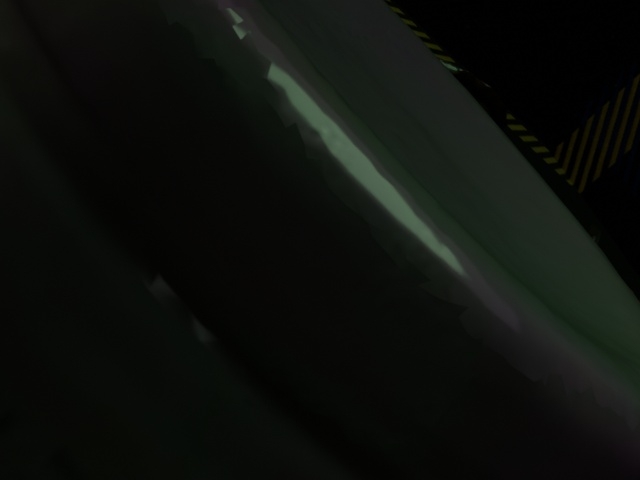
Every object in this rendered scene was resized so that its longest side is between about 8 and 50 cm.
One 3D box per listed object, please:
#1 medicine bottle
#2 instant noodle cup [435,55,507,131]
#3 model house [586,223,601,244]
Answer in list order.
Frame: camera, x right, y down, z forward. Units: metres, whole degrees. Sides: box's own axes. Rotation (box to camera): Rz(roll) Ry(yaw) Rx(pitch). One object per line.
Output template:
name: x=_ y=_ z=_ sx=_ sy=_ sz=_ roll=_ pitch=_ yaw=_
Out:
medicine bottle: x=-0.095 y=0.071 z=0.461 sx=0.212 sy=0.325 sz=0.212 roll=45 pitch=14 yaw=-14
instant noodle cup: x=0.042 y=-0.100 z=1.808 sx=0.274 sy=0.274 sz=0.091 roll=33 pitch=61 yaw=-49
model house: x=0.059 y=0.069 z=1.486 sx=0.278 sy=0.218 sz=0.205 roll=19 pitch=53 yaw=9
